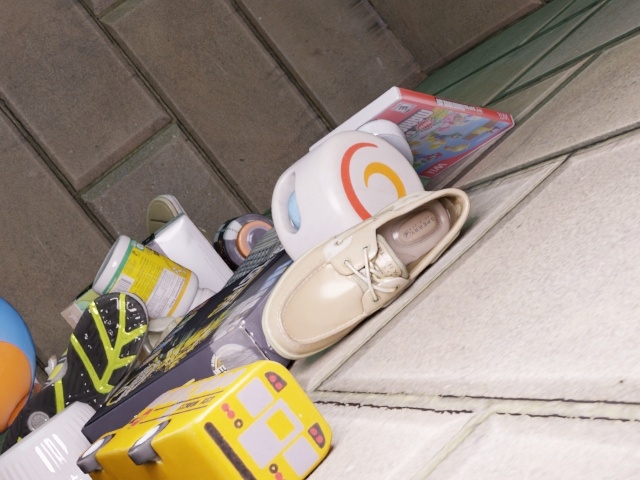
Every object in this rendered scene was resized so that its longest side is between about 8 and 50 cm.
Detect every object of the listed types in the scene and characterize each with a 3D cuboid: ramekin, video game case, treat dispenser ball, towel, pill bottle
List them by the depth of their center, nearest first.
[{"bbox_3d":[-0.390,0.326,1.657,0.207,0.109,0.207,-35,2,2],"label":"ramekin"},{"bbox_3d":[0.150,-0.167,1.835,0.285,0.025,0.204,5,-28,-43],"label":"video game case"},{"bbox_3d":[-0.617,0.209,1.877,0.288,0.288,0.288,-38,7,5],"label":"treat dispenser ball"},{"bbox_3d":[-0.292,0.087,2.039,0.118,0.208,0.118,-55,15,22],"label":"pill bottle"},{"bbox_3d":[-0.121,0.063,2.098,0.312,0.056,0.324,-51,11,-22],"label":"towel"},{"bbox_3d":[-0.163,0.005,2.576,0.130,0.130,0.245,-40,6,-12],"label":"pill bottle"}]

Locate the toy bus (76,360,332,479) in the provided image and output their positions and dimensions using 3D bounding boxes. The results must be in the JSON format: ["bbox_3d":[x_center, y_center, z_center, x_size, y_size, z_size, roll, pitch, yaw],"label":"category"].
[{"bbox_3d":[-0.127,0.208,1.108,0.130,0.108,0.332,-42,7,-29],"label":"toy bus"}]

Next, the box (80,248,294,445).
[{"bbox_3d":[-0.127,0.141,1.626,0.318,0.097,0.395,-31,9,28],"label":"box"}]

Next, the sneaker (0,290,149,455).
[{"bbox_3d":[-0.393,0.258,1.906,0.385,0.145,0.147,-55,-1,5],"label":"sneaker"}]

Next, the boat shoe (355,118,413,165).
[{"bbox_3d":[0.079,-0.118,1.720,0.113,0.105,0.306,-9,-24,2],"label":"boat shoe"}]

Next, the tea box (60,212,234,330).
[{"bbox_3d":[-0.349,0.121,2.406,0.323,0.220,0.329,-38,6,-4],"label":"tea box"}]

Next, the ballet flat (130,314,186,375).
[{"bbox_3d":[-0.281,0.196,1.994,0.123,0.123,0.348,-42,7,-29],"label":"ballet flat"}]

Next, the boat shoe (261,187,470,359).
[{"bbox_3d":[0.058,0.030,1.356,0.302,0.109,0.098,-35,4,-25],"label":"boat shoe"}]

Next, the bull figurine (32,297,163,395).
[{"bbox_3d":[-0.408,0.233,2.173,0.310,0.188,0.101,-47,-9,-18],"label":"bull figurine"}]

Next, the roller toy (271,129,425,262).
[{"bbox_3d":[0.038,-0.041,1.544,0.146,0.191,0.209,-33,8,42],"label":"roller toy"}]

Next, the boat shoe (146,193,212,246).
[{"bbox_3d":[-0.318,0.014,2.673,0.113,0.302,0.103,5,35,33],"label":"boat shoe"}]
